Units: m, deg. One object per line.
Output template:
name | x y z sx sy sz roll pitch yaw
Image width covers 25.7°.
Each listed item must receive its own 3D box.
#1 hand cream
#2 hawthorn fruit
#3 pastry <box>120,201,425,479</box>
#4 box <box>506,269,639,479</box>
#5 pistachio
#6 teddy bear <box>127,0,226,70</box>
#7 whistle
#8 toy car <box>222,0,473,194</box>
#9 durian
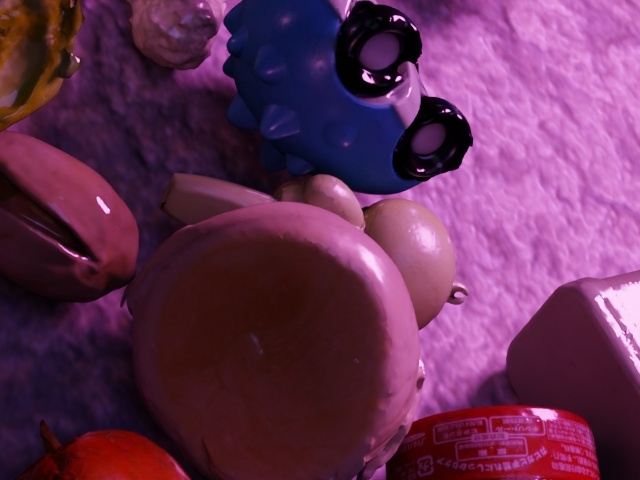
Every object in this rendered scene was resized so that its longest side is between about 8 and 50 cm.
hand cream | 0.151 0.226 1.225 0.193 0.193 0.125 8 65 -20
hawthorn fruit | -0.175 0.224 1.095 0.179 0.179 0.200 -18 74 -29
pastry | -0.039 0.091 1.182 0.265 0.133 0.265 0 97 2
box | 0.411 0.181 1.340 0.344 0.177 0.352 -13 62 -31
pistachio | -0.239 -0.020 1.205 0.185 0.124 0.124 39 59 5
teddy bear | -0.076 -0.413 1.294 0.327 0.362 0.375 35 58 -6
whistle | 0.003 -0.005 1.299 0.294 0.141 0.141 27 61 -3
toy car | 0.008 -0.143 1.307 0.190 0.255 0.188 -33 44 4
durian | -0.297 -0.231 1.191 0.204 0.256 0.339 34 15 -28
